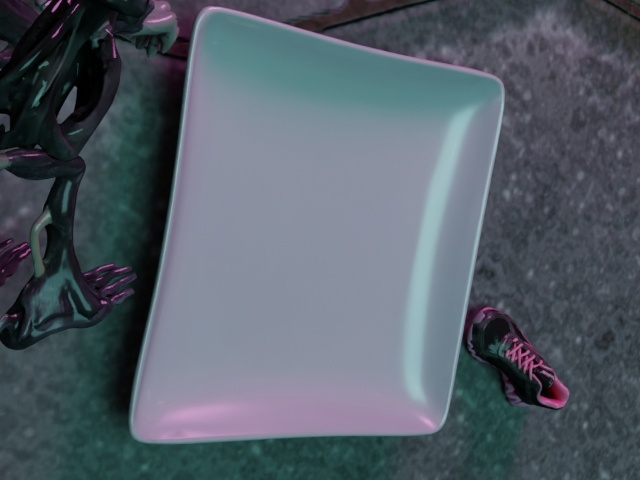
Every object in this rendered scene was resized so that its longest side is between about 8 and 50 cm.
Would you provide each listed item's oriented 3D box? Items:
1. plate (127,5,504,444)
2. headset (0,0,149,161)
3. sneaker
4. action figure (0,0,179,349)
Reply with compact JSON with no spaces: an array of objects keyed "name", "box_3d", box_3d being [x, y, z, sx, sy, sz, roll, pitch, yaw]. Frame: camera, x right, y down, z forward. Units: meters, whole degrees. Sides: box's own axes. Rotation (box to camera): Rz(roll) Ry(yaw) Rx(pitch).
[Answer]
[{"name":"plate","box_3d":[0.000,0.000,0.802,0.278,0.045,0.277,6,96,-38]},{"name":"headset","box_3d":[-0.234,-0.158,0.345,0.394,0.243,0.185,20,56,-14]},{"name":"sneaker","box_3d":[0.166,0.099,0.943,0.047,0.057,0.119,-51,124,-14]},{"name":"action figure","box_3d":[-0.169,-0.089,0.578,0.141,0.164,0.276,-52,149,-48]}]
